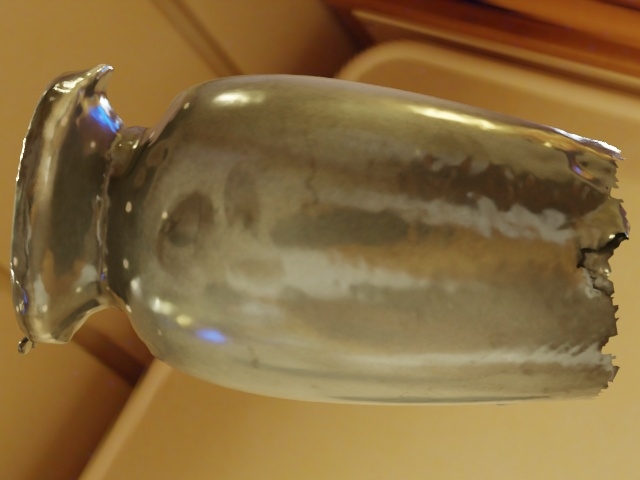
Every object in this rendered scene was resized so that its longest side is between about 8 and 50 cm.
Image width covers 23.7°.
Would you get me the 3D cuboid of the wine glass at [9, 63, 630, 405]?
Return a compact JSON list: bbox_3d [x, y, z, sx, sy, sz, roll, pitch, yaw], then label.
[{"bbox_3d":[0.000,0.000,0.523,0.111,0.205,0.111,7,-90,-86],"label":"wine glass"}]
